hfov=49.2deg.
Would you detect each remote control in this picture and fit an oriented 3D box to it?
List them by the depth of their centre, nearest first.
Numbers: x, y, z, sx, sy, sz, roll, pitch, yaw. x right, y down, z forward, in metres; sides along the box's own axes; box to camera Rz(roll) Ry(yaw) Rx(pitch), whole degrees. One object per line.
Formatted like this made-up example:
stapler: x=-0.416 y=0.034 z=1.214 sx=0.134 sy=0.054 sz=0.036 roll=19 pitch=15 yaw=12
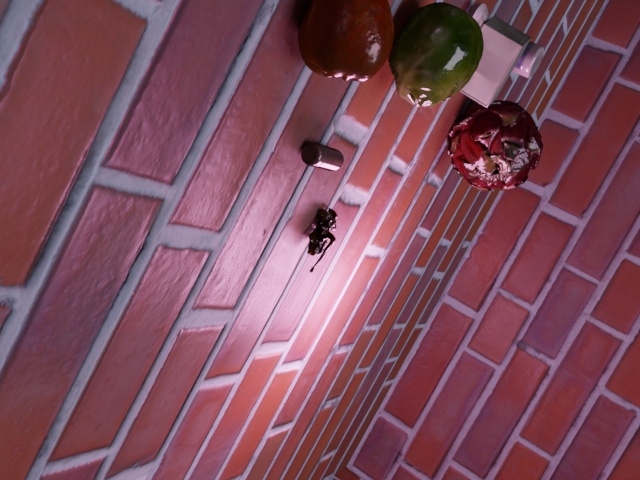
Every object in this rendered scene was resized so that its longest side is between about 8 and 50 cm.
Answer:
remote control: x=0.444 y=-0.623 z=1.996 sx=0.073 sy=0.044 sz=0.229 roll=-60 pitch=167 yaw=9

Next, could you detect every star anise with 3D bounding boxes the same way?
star anise: x=0.000 y=0.000 z=1.764 sx=0.097 sy=0.070 sz=0.190 roll=101 pitch=14 yaw=-63

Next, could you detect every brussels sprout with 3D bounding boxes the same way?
brussels sprout: x=0.268 y=-0.431 z=1.637 sx=0.244 sy=0.244 sz=0.244 roll=-47 pitch=156 yaw=-29

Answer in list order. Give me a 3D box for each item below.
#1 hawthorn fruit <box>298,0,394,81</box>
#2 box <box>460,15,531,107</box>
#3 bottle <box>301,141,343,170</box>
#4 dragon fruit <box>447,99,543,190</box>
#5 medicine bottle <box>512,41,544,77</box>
hawthorn fruit: x=0.047 y=-0.377 z=1.260 sx=0.189 sy=0.189 sz=0.189 roll=-47 pitch=156 yaw=-29
box: x=0.504 y=-0.527 z=2.071 sx=0.086 sy=0.129 sz=0.225 roll=-44 pitch=165 yaw=-43
bottle: x=0.006 y=-0.186 z=1.565 sx=0.053 sy=0.053 sz=0.140 roll=-64 pitch=159 yaw=11
dragon fruit: x=0.581 y=-0.322 z=2.346 sx=0.329 sy=0.329 sz=0.329 roll=-47 pitch=156 yaw=-29
medicine bottle: x=0.583 y=-0.582 z=2.156 sx=0.103 sy=0.187 sz=0.102 roll=-47 pitch=156 yaw=-28
